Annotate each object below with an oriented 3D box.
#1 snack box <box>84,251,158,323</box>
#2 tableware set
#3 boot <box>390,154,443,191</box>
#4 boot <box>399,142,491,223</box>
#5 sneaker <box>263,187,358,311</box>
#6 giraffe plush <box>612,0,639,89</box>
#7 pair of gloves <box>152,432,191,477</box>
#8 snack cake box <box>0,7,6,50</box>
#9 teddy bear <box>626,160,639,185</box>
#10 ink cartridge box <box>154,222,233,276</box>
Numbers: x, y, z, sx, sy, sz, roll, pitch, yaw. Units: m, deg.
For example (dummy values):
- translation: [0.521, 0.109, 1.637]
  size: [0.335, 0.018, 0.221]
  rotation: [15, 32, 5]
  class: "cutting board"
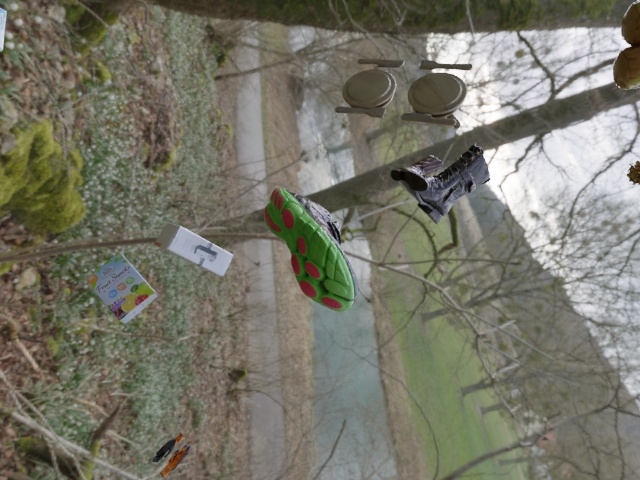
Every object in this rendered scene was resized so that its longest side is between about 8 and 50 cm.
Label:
- translation: [-0.468, 0.111, 1.055]
  size: [0.141, 0.100, 0.037]
  rotation: [43, -19, 16]
  class: "snack box"
- translation: [0.129, -0.225, 0.703]
  size: [0.039, 0.194, 0.128]
  rotation: [66, 42, -56]
  class: "tableware set"
- translation: [0.219, -0.142, 0.922]
  size: [0.106, 0.114, 0.037]
  rotation: [38, -40, 47]
  class: "boot"
- translation: [0.353, -0.185, 1.251]
  size: [0.263, 0.229, 0.091]
  rotation: [39, 12, -44]
  class: "boot"
- translation: [0.000, 0.000, 1.299]
  size: [0.202, 0.185, 0.483]
  rotation: [4, 38, -33]
  class: "sneaker"
- translation: [0.515, -0.255, 0.551]
  size: [0.170, 0.210, 0.182]
  rotation: [-128, -134, -77]
  class: "giraffe plush"
- translation: [-0.305, 0.436, 0.917]
  size: [0.074, 0.083, 0.010]
  rotation: [-42, 118, -24]
  class: "pair of gloves"
- translation: [-0.798, -0.450, 0.915]
  size: [0.152, 0.264, 0.089]
  rotation: [5, 92, -65]
  class: "snack cake box"
- translation: [0.806, -0.120, 0.963]
  size: [0.245, 0.113, 0.338]
  rotation: [36, -23, 18]
  class: "teddy bear"
- translation: [-0.431, 0.032, 1.528]
  size: [0.217, 0.158, 0.092]
  rotation: [35, 76, -33]
  class: "ink cartridge box"
